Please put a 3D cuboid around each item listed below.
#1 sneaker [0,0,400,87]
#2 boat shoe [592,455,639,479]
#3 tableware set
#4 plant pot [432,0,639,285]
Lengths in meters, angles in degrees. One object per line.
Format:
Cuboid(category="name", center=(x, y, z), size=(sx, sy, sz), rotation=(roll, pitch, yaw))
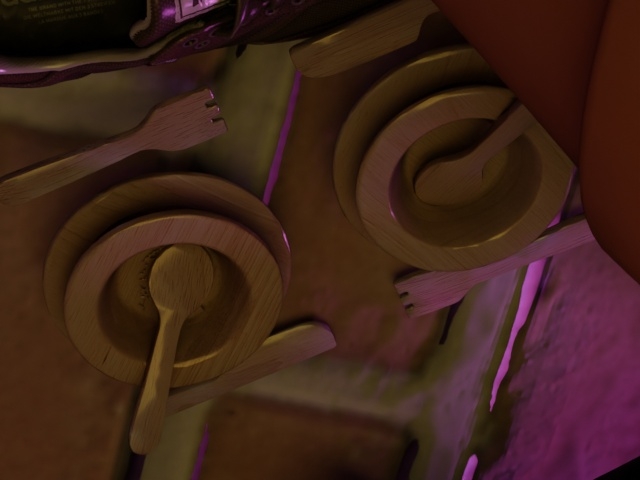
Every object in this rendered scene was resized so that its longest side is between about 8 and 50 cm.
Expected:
Cuboid(category="sneaker", center=(-0.032, -0.081, 0.553), size=(0.188, 0.071, 0.066), rotation=(-16, 113, 1))
Cuboid(category="boat shoe", center=(0.043, 0.135, 0.626), size=(0.340, 0.127, 0.113), rotation=(-20, 96, 14))
Cuboid(category="tableware set", center=(0.000, 0.000, 0.590), size=(0.194, 0.039, 0.128), rotation=(-23, 128, 4))
Cuboid(category="plant pot", center=(0.123, -0.132, 0.437), size=(0.203, 0.291, 0.291), rotation=(38, 109, 25))
